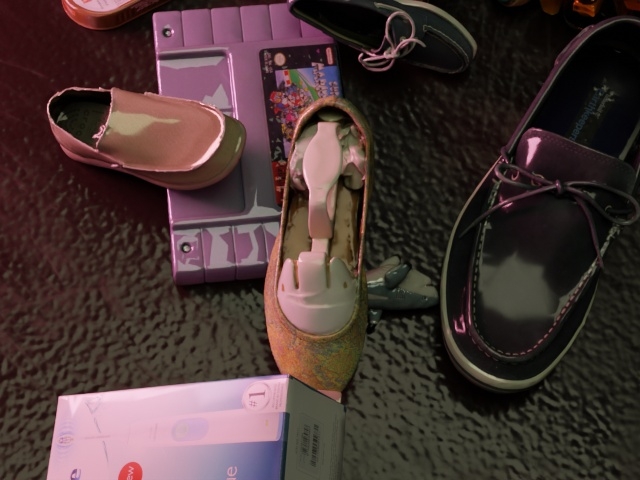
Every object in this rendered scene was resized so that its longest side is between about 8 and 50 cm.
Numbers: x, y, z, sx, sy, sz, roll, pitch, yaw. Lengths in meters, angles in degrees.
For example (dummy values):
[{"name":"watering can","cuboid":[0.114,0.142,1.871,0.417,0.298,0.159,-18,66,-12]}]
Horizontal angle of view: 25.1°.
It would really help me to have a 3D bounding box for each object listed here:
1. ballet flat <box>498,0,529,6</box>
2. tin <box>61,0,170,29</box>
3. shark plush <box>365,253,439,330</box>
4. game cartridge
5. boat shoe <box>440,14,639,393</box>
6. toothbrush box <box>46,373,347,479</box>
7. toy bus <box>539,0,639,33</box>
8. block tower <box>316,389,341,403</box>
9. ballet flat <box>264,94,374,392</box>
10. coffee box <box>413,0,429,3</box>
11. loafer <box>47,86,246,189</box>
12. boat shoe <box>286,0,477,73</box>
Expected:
[{"name":"ballet flat","cuboid":[0.216,-0.400,1.878,0.073,0.080,0.232,-14,69,-39]},{"name":"tin","cuboid":[-0.244,-0.342,1.840,0.189,0.040,0.106,-30,68,-14]},{"name":"shark plush","cuboid":[0.057,0.074,1.674,0.161,0.073,0.067,-25,101,-17]},{"name":"game cartridge","cuboid":[-0.078,-0.126,1.747,0.230,0.068,0.355,-7,68,-1]},{"name":"boat shoe","cuboid":[0.279,-0.057,1.685,0.186,0.156,0.500,26,70,6]},{"name":"toothbrush box","cuboid":[-0.134,0.265,1.475,0.295,0.126,0.216,-8,64,30]},{"name":"toy bus","cuboid":[0.401,-0.365,1.796,0.220,0.149,0.212,14,76,16]},{"name":"block tower","cuboid":[-0.037,0.332,1.540,0.090,0.097,0.336,6,65,0]},{"name":"ballet flat","cuboid":[0.000,0.000,1.615,0.123,0.123,0.349,6,75,0]},{"name":"coffee box","cuboid":[0.034,-0.380,1.834,0.246,0.098,0.141,15,67,3]},{"name":"loafer","cuboid":[-0.212,-0.123,1.670,0.268,0.092,0.102,6,76,28]},{"name":"boat shoe","cuboid":[0.075,-0.260,1.759,0.254,0.095,0.079,27,47,-19]}]
